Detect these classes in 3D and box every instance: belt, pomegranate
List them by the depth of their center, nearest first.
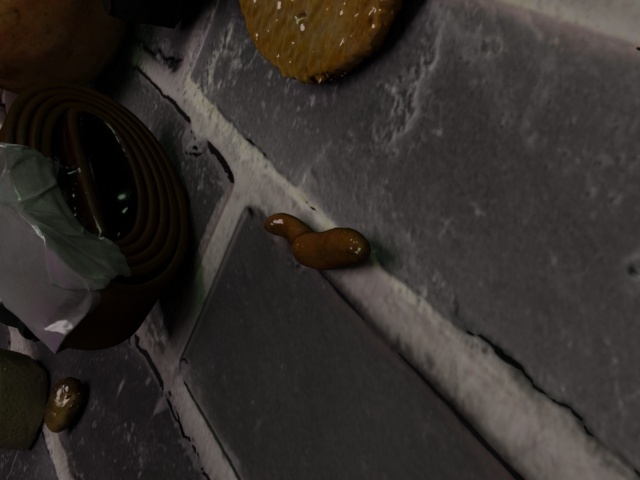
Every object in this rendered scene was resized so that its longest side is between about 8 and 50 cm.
[{"bbox_3d":[-0.265,-0.036,0.991,0.122,0.217,0.338,-53,41,31],"label":"belt"},{"bbox_3d":[-0.420,-0.356,1.280,0.322,0.322,0.322,-27,55,49],"label":"pomegranate"}]

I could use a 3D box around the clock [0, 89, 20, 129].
[{"bbox_3d":[-0.494,-0.077,1.407,0.325,0.184,0.342,-61,30,28],"label":"clock"}]

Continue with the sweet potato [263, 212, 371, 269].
[{"bbox_3d":[-0.002,0.004,0.747,0.179,0.044,0.044,13,89,64],"label":"sweet potato"}]

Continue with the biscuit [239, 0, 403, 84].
[{"bbox_3d":[-0.003,-0.268,0.790,0.254,0.035,0.253,17,112,49],"label":"biscuit"}]

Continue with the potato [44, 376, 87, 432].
[{"bbox_3d":[-0.334,0.213,1.157,0.083,0.040,0.051,-59,31,21],"label":"potato"}]

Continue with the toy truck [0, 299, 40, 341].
[{"bbox_3d":[-0.410,0.035,1.179,0.147,0.224,0.165,-57,-6,20],"label":"toy truck"}]

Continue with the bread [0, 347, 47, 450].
[{"bbox_3d":[-0.478,0.220,1.280,0.134,0.141,0.148,-62,36,12],"label":"bread"}]

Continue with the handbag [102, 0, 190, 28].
[{"bbox_3d":[-0.199,-0.383,1.094,0.169,0.155,0.215,166,114,-69],"label":"handbag"}]
